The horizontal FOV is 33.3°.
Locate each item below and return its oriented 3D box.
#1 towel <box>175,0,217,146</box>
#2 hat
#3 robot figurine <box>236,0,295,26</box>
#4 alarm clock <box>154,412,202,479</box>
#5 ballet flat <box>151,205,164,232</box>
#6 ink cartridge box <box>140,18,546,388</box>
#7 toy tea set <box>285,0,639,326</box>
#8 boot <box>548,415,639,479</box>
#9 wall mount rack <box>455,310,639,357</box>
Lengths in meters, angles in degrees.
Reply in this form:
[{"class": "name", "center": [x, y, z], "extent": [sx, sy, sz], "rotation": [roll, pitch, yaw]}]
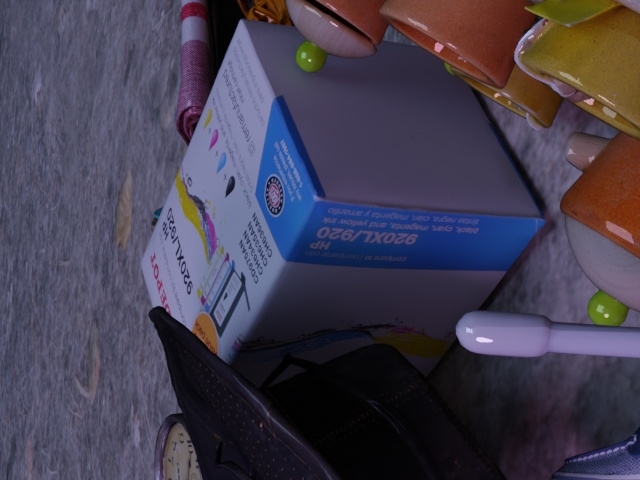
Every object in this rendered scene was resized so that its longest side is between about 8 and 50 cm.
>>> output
[{"class": "towel", "center": [-0.121, -0.229, 1.002], "extent": [0.237, 0.037, 0.329], "rotation": [102, 164, -74]}, {"class": "hat", "center": [0.032, 0.150, 0.607], "extent": [0.331, 0.134, 0.331], "rotation": [48, 158, 26]}, {"class": "robot figurine", "center": [-0.031, -0.304, 0.908], "extent": [0.211, 0.085, 0.291], "rotation": [-51, 45, 43]}, {"class": "alarm clock", "center": [-0.098, 0.220, 0.977], "extent": [0.192, 0.064, 0.129], "rotation": [161, 104, -64]}, {"class": "ballet flat", "center": [-0.100, 0.004, 1.029], "extent": [0.206, 0.073, 0.067], "rotation": [16, 128, 62]}, {"class": "ink cartridge box", "center": [0.000, 0.000, 0.737], "extent": [0.233, 0.168, 0.171], "rotation": [-61, 38, 39]}, {"class": "toy tea set", "center": [0.088, -0.066, 0.557], "extent": [0.124, 0.200, 0.336], "rotation": [-58, 36, 6]}, {"class": "boot", "center": [0.189, 0.089, 0.519], "extent": [0.190, 0.069, 0.086], "rotation": [-18, 65, 49]}, {"class": "wall mount rack", "center": [0.202, 0.140, 0.375], "extent": [0.304, 0.130, 0.350], "rotation": [0, 86, 45]}]
